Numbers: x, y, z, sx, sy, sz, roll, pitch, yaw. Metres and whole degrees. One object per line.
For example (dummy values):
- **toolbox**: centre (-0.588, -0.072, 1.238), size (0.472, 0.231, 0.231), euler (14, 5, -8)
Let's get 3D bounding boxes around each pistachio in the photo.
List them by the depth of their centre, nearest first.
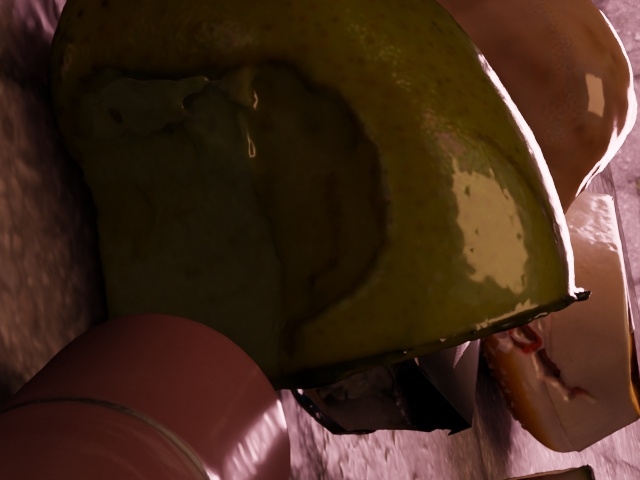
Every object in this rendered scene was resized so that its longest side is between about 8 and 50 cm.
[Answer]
- **pistachio**: centre (0.150, -0.133, 1.591), size (0.238, 0.229, 0.321), euler (25, 34, -26)

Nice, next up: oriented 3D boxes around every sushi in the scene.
- **sushi**: centre (-0.009, 0.003, 1.183), size (0.273, 0.109, 0.134), euler (51, 31, -26)

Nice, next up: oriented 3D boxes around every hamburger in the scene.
- **hamburger**: centre (0.229, 0.072, 1.814), size (0.295, 0.151, 0.227), euler (-84, 162, -67)

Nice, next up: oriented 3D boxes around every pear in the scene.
- **pear**: centre (-0.012, -0.054, 0.941), size (0.164, 0.238, 0.255), euler (-10, 88, -68)

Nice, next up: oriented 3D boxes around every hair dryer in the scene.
- **hair dryer**: centre (-0.075, 0.224, 0.772), size (0.210, 0.125, 0.353), euler (-55, 140, -70)

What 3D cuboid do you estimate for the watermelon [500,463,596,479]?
- **watermelon**: centre (0.149, 0.241, 1.478), size (0.137, 0.193, 0.145), euler (34, 5, 16)
